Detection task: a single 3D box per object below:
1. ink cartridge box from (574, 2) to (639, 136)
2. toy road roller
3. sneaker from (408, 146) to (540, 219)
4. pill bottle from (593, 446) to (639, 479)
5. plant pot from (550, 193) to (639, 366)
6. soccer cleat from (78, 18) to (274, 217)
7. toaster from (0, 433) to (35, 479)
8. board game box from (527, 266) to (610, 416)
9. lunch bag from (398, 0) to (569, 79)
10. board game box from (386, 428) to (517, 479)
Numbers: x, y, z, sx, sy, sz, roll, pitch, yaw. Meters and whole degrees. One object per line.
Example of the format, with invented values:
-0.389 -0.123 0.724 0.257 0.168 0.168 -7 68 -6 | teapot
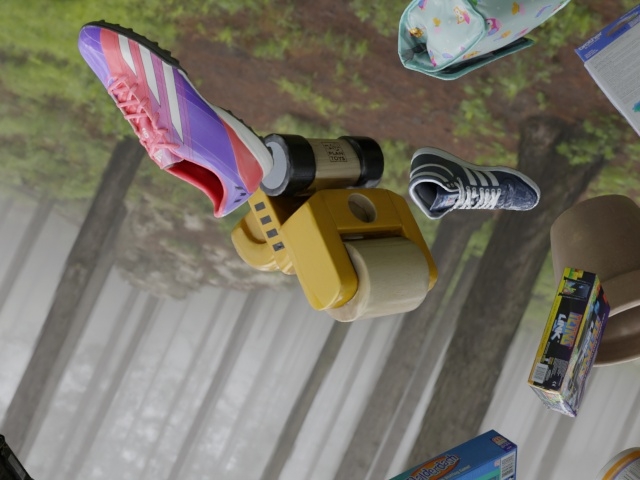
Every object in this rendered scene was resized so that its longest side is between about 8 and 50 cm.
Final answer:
0.557 -0.283 1.536 0.065 0.186 0.311 41 -159 -35 | ink cartridge box
0.000 0.000 1.453 0.203 0.240 0.329 -4 -120 -41 | toy road roller
0.315 -0.097 1.954 0.282 0.099 0.153 18 -144 4 | sneaker
0.540 0.440 1.387 0.152 0.152 0.272 26 -172 -39 | pill bottle
0.490 0.053 1.555 0.263 0.229 0.263 -10 151 -6 | plant pot
-0.211 -0.166 1.263 0.318 0.116 0.109 40 153 -11 | soccer cleat
-0.497 0.377 1.388 0.185 0.110 0.168 58 176 -9 | toaster
0.343 0.141 1.280 0.048 0.170 0.141 13 164 31 | board game box
0.270 -0.381 1.578 0.160 0.223 0.262 61 157 5 | lunch bag
0.136 0.331 1.089 0.210 0.160 0.047 -17 -152 -30 | board game box
